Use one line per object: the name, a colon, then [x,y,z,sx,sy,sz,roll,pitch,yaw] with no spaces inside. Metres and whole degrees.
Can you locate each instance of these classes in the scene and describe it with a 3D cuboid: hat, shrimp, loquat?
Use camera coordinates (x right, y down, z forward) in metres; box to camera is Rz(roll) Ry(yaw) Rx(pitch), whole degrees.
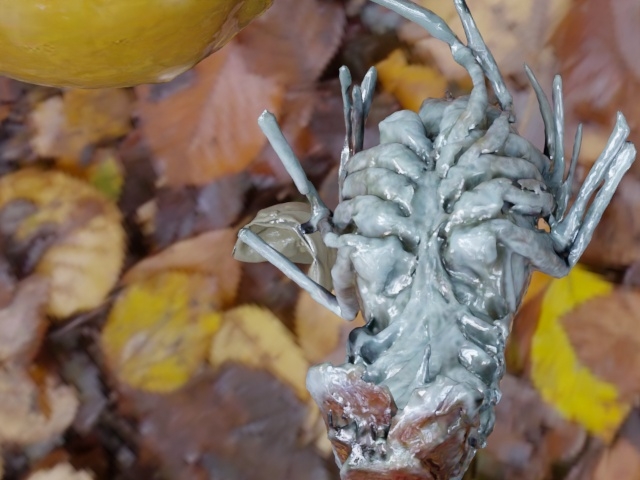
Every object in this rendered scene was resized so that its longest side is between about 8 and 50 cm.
hat: [0.000,0.000,1.949,0.147,0.175,0.085,22,106,41]
shrimp: [0.059,-0.003,1.007,0.221,0.410,0.166,-5,132,13]
loquat: [-0.151,-0.256,1.270,0.328,0.328,0.328,2,100,11]
